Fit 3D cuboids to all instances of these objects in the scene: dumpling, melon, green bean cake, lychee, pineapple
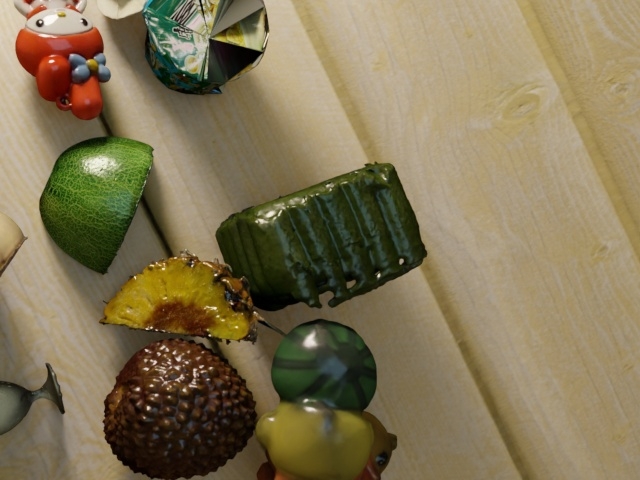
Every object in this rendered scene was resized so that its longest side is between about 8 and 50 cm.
[{"bbox_3d":[-0.363,-0.511,1.858,0.124,0.151,0.229,28,59,-39],"label":"dumpling"},{"bbox_3d":[-0.416,-0.090,1.792,0.169,0.129,0.265,21,77,-14],"label":"melon"},{"bbox_3d":[0.000,0.000,1.842,0.335,0.319,0.218,-20,94,-18],"label":"green bean cake"},{"bbox_3d":[-0.245,0.304,1.735,0.267,0.267,0.268,3,82,-21],"label":"lychee"},{"bbox_3d":[-0.217,0.107,1.797,0.158,0.334,0.161,30,64,-59],"label":"pineapple"}]

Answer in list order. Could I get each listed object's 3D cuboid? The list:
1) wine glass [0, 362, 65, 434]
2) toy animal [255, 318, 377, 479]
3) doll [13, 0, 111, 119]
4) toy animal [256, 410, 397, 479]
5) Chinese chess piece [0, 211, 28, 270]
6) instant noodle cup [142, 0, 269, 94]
[{"bbox_3d":[-0.562,0.288,1.703,0.222,0.103,0.103,-15,89,-22],"label":"wine glass"},{"bbox_3d":[0.004,0.307,1.692,0.216,0.191,0.338,9,87,-19],"label":"toy animal"},{"bbox_3d":[-0.476,-0.353,1.797,0.161,0.130,0.291,-7,71,-28],"label":"doll"},{"bbox_3d":[0.021,0.406,1.886,0.281,0.195,0.169,4,42,-17],"label":"toy animal"},{"bbox_3d":[-0.601,0.067,1.621,0.112,0.270,0.270,36,72,-13],"label":"Chinese chess piece"},{"bbox_3d":[-0.231,-0.386,1.869,0.240,0.178,0.240,3,82,-21],"label":"instant noodle cup"}]
